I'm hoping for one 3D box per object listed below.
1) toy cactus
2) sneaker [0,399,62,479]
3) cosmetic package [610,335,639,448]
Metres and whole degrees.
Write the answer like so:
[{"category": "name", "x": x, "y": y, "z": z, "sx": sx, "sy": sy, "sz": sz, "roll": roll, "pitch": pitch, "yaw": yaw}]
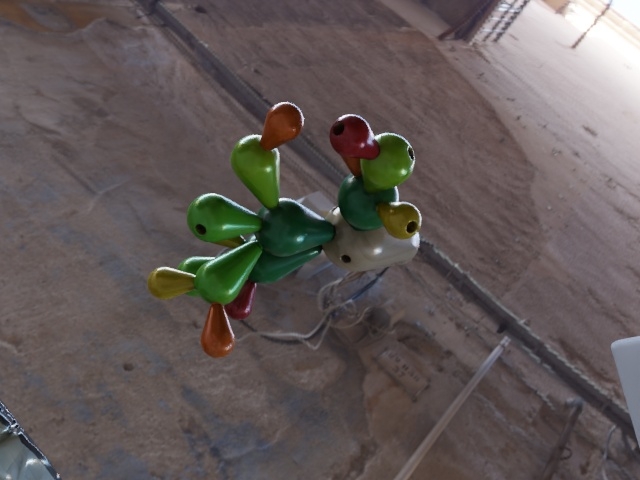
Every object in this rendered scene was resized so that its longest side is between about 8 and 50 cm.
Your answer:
[{"category": "toy cactus", "x": 0.000, "y": 0.000, "z": 0.446, "sx": 0.219, "sy": 0.180, "sz": 0.112, "roll": -42, "pitch": -123, "yaw": 37}, {"category": "sneaker", "x": -0.222, "y": 0.202, "z": 0.454, "sx": 0.110, "sy": 0.122, "sz": 0.283, "roll": 35, "pitch": -33, "yaw": 33}, {"category": "cosmetic package", "x": 0.467, "y": 0.117, "z": 0.548, "sx": 0.229, "sy": 0.453, "sz": 0.162, "roll": -9, "pitch": -102, "yaw": -9}]
